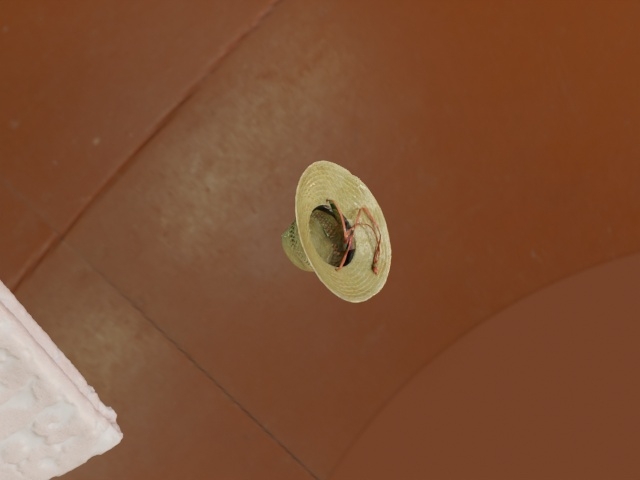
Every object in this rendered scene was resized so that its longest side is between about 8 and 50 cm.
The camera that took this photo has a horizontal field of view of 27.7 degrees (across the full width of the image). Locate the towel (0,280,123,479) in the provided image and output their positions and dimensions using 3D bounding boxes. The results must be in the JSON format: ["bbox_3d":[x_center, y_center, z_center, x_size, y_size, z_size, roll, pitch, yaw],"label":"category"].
[{"bbox_3d":[-0.353,0.132,0.931,0.331,0.317,0.053,-25,48,2],"label":"towel"}]

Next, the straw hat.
[{"bbox_3d":[0.000,0.000,1.208,0.061,0.144,0.144,-18,62,35],"label":"straw hat"}]
